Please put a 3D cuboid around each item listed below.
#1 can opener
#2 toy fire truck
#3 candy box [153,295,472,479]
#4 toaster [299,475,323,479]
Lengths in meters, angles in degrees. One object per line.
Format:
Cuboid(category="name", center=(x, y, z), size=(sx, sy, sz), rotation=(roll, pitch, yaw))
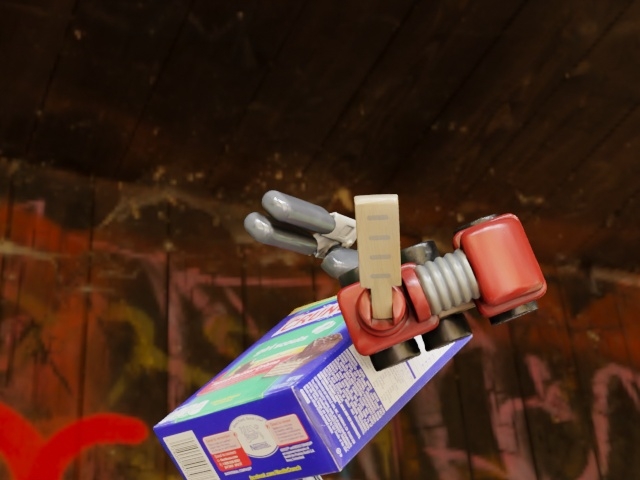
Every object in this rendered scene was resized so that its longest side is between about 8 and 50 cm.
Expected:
Cuboid(category="can opener", center=(0.000, 0.000, 1.561), size=(0.076, 0.095, 0.283), rotation=(-50, -22, 10))
Cuboid(category="toy fire truck", center=(0.117, 0.028, 1.187), size=(0.217, 0.158, 0.246), rotation=(-21, -8, 1))
Cuboid(category="candy box", center=(-0.006, 0.175, 1.428), size=(0.268, 0.317, 0.122), rotation=(-22, -81, 42))
Cuboid(category="toaster", center=(-0.074, 0.372, 1.776), size=(0.110, 0.185, 0.168), rotation=(-39, -50, -2))
